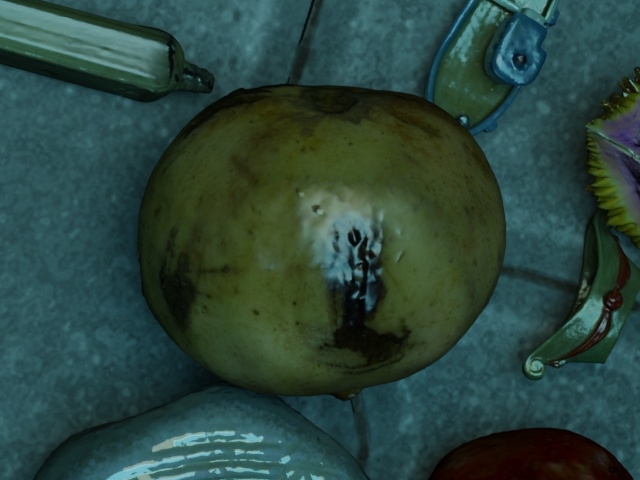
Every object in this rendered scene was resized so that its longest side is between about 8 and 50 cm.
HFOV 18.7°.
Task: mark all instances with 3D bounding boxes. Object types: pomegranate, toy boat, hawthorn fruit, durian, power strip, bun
[{"bbox_3d":[0.000,0.000,1.691,0.322,0.322,0.322,0,92,-12],"label":"pomegranate"},{"bbox_3d":[0.161,-0.177,1.821,0.088,0.102,0.215,31,86,-9],"label":"toy boat"},{"bbox_3d":[0.222,0.272,1.785,0.266,0.210,0.230,-28,82,26],"label":"hawthorn fruit"},{"bbox_3d":[0.346,-0.032,1.859,0.341,0.112,0.191,51,40,-24],"label":"durian"},{"bbox_3d":[-0.279,-0.193,1.730,0.387,0.092,0.066,15,85,-12],"label":"power strip"},{"bbox_3d":[-0.103,0.302,1.736,0.354,0.194,0.354,0,89,-13],"label":"bun"},{"bbox_3d":[0.260,0.060,1.861,0.071,0.089,0.185,26,76,2],"label":"toy boat"}]
